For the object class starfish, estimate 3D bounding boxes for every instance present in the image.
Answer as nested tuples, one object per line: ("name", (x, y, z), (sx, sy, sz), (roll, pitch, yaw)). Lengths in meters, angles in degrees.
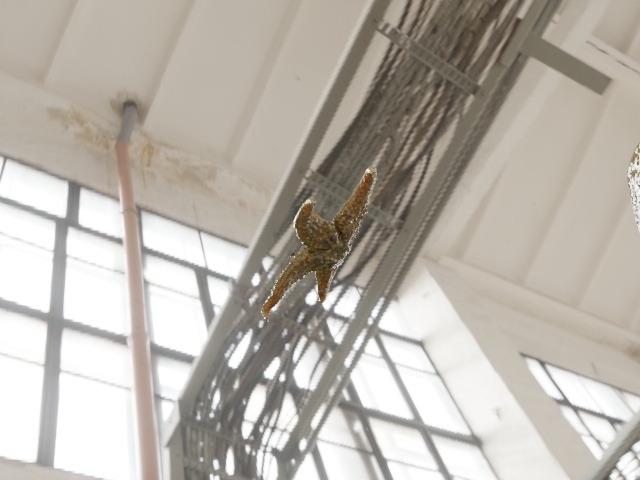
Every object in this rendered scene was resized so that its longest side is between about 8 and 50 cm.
("starfish", (-0.002, -0.001, 1.146), (0.138, 0.050, 0.247), (-10, -51, -45))

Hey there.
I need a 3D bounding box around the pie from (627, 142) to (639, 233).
("pie", (0.415, -0.043, 0.931), (0.079, 0.193, 0.163), (-3, -99, 4))
